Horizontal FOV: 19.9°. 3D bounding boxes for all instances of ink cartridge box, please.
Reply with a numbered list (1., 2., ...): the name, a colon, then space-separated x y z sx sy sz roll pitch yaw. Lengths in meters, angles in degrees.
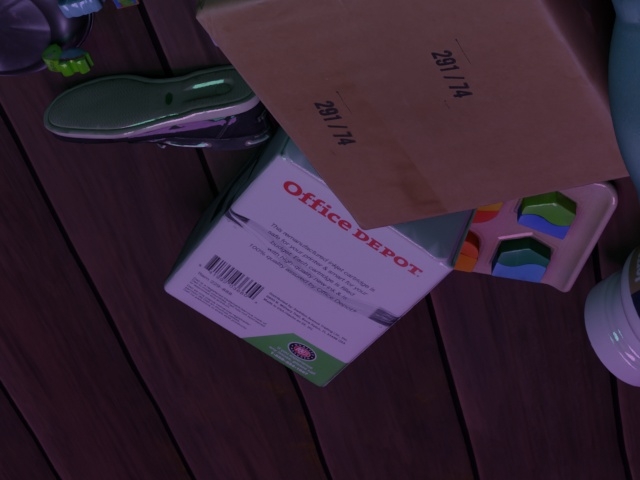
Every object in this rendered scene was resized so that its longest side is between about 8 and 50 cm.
1. ink cartridge box: 0.000 0.000 1.883 0.211 0.121 0.289 33 140 -10

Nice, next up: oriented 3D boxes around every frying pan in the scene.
1. frying pan: -0.382 -0.231 1.759 0.326 0.053 0.197 6 144 1

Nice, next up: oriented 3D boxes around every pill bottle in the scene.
1. pill bottle: 0.401 0.045 1.848 0.153 0.153 0.264 29 140 -24

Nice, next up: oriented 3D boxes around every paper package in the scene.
1. paper package: 0.096 -0.187 1.595 0.309 0.168 0.325 -11 140 29

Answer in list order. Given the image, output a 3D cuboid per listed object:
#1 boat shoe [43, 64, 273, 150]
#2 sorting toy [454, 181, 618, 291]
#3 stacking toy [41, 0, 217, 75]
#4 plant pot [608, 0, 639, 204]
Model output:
1. boat shoe: -0.163 -0.118 1.823 0.233 0.084 0.079 -4 142 14
2. sorting toy: 0.187 -0.015 1.917 0.208 0.038 0.193 13 144 -4
3. stacking toy: -0.184 -0.238 1.673 0.221 0.052 0.167 -11 139 14
4. plant pot: 0.349 -0.161 1.452 0.293 0.293 0.196 -19 112 34
